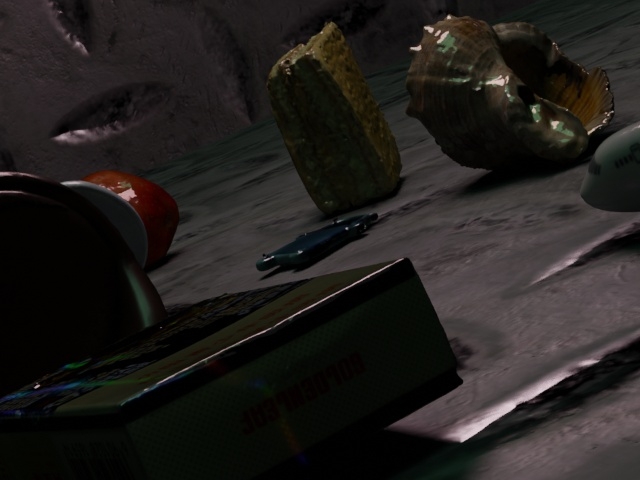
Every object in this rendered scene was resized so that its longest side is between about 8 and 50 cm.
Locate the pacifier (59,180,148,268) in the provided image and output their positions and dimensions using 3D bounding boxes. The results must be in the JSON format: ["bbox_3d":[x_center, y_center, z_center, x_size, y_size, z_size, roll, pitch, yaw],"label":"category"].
[{"bbox_3d":[-0.309,0.056,1.741,0.279,0.227,0.207,-5,39,-14],"label":"pacifier"}]

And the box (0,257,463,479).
[{"bbox_3d":[-0.077,0.098,1.039,0.198,0.084,0.310,-26,6,-26],"label":"box"}]

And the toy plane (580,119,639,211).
[{"bbox_3d":[0.285,-0.070,1.180,0.255,0.101,0.251,-33,35,46],"label":"toy plane"}]

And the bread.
[{"bbox_3d":[0.012,-0.134,1.909,0.102,0.196,0.138,-23,13,13],"label":"bread"}]

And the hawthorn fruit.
[{"bbox_3d":[-0.241,-0.020,2.042,0.138,0.132,0.133,-10,11,9],"label":"hawthorn fruit"}]

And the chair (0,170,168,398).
[{"bbox_3d":[-0.278,0.059,1.367,0.226,0.226,0.401,-26,11,-24],"label":"chair"}]

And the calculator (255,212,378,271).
[{"bbox_3d":[0.000,0.000,1.708,0.094,0.019,0.141,-12,12,43],"label":"calculator"}]

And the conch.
[{"bbox_3d":[0.195,-0.145,1.710,0.178,0.163,0.245,-40,44,-14],"label":"conch"}]
